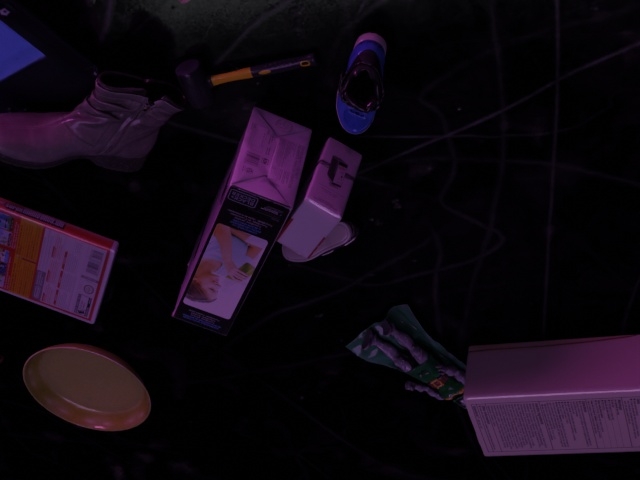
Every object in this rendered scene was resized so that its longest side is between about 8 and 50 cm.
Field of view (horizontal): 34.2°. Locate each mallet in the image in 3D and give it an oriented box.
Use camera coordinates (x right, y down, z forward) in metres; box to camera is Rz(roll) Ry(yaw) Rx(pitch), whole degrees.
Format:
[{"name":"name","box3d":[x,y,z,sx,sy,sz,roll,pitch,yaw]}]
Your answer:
[{"name":"mallet","box3d":[-0.099,-0.224,1.347,0.189,0.039,0.062,-15,132,22]}]

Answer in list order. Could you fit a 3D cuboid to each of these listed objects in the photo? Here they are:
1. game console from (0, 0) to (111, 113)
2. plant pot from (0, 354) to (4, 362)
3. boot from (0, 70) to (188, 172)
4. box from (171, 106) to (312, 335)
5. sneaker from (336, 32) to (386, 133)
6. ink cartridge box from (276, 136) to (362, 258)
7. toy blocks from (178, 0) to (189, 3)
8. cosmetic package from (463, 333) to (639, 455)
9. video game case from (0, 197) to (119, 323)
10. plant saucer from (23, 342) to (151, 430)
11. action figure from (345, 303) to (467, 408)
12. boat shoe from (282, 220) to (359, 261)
[{"name":"game console","box3d":[-0.514,-0.242,1.348,0.342,0.060,0.386,-17,144,29]},{"name":"plant pot","box3d":[-0.720,0.212,1.834,0.230,0.215,0.215,42,131,-6]},{"name":"boot","box3d":[-0.311,-0.170,1.373,0.246,0.083,0.161,1,147,-33]},{"name":"box","box3d":[-0.112,-0.022,1.453,0.087,0.169,0.290,21,134,-9]},{"name":"sneaker","box3d":[0.047,-0.178,1.314,0.058,0.085,0.152,16,136,-1]},{"name":"ink cartridge box","box3d":[-0.002,-0.059,1.408,0.056,0.135,0.099,29,133,-10]},{"name":"toy blocks","box3d":[-0.173,-0.363,1.213,0.123,0.054,0.148,-27,122,33]},{"name":"cosmetic package","box3d":[0.391,0.242,1.615,0.309,0.113,0.160,-6,132,19]},{"name":"video game case","box3d":[-0.482,0.022,1.691,0.285,0.025,0.204,21,135,-6]},{"name":"plant saucer","box3d":[-0.421,0.262,1.900,0.240,0.037,0.241,7,134,7]},{"name":"action figure","box3d":[0.170,0.205,1.677,0.232,0.063,0.137,36,129,-25]},{"name":"boat shoe","box3d":[0.000,0.000,1.533,0.125,0.038,0.046,-23,81,31]}]
